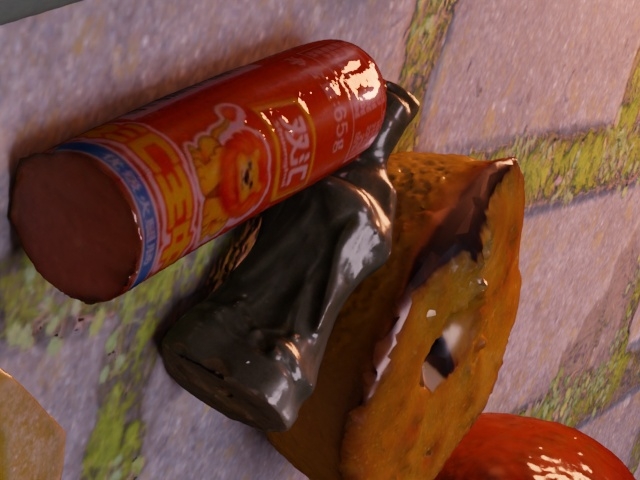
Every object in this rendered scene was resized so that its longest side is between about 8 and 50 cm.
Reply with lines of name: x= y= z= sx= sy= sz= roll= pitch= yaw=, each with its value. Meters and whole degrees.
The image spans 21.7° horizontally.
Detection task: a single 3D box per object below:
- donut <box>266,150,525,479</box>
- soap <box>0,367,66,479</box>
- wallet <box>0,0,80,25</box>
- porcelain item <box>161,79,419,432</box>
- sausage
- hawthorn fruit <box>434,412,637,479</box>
donut: x=0.059 y=0.057 z=1.071 sx=0.253 sy=0.118 sz=0.253 roll=-42 pitch=144 yaw=-40
soap: x=-0.196 y=0.122 z=0.646 sx=0.232 sy=0.073 sz=0.140 roll=-35 pitch=145 yaw=-52
wallet: x=-0.079 y=-0.177 z=0.520 sx=0.360 sy=0.083 sz=0.252 roll=-24 pitch=146 yaw=-38
porcelain item: x=0.000 y=0.000 z=0.940 sx=0.216 sy=0.081 sz=0.069 roll=-58 pitch=162 yaw=-20
sausage: x=-0.040 y=-0.048 z=0.833 sx=0.274 sy=0.074 sz=0.074 roll=-32 pitch=138 yaw=-54
hawthorn fruit: x=0.153 y=0.268 z=1.279 sx=0.330 sy=0.287 sz=0.287 roll=-35 pitch=140 yaw=-60
